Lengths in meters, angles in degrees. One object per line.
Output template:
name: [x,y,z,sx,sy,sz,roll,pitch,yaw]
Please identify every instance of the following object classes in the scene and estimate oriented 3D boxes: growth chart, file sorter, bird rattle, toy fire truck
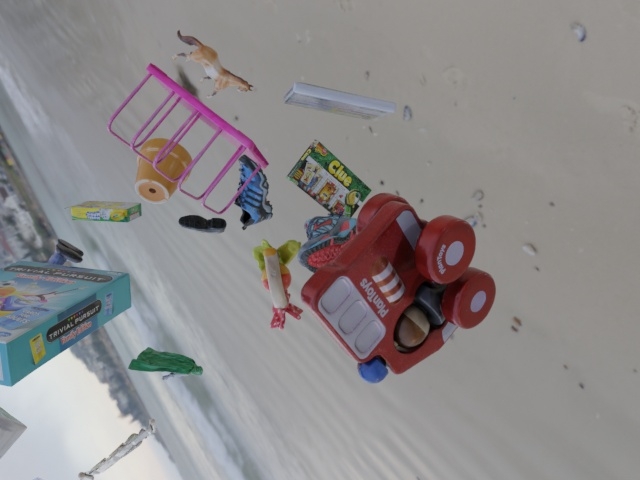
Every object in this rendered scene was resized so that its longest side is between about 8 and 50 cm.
growth chart: [-0.536,0.565,1.532,0.021,0.237,0.172,47,147,13]
file sorter: [-0.300,-0.215,1.303,0.291,0.182,0.202,38,178,6]
bird rattle: [-0.124,0.115,1.548,0.207,0.143,0.253,73,-166,-78]
toy fire truck: [0.119,0.089,0.897,0.169,0.254,0.302,28,159,48]

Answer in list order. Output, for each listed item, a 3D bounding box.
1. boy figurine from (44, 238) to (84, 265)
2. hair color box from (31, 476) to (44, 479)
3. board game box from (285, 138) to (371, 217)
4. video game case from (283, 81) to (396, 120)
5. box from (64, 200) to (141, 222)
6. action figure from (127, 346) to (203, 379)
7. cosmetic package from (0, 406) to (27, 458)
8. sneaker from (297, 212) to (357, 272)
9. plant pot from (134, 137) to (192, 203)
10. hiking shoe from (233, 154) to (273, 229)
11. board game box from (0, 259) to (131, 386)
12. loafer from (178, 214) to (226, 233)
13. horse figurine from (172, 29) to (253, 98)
boy figurine: [-0.779,0.134,1.575,0.092,0.285,0.177,37,179,-26]
hair color box: [-0.448,0.587,0.988,0.338,0.110,0.185,57,146,1]
board game box: [0.030,-0.162,1.639,0.260,0.136,0.030,36,178,-40]
video game case: [0.034,-0.296,1.224,0.193,0.213,0.023,-146,65,-78]
box: [-0.599,-0.081,1.571,0.105,0.180,0.043,-68,-18,-76]
action figure: [-0.504,0.420,1.911,0.233,0.137,0.063,7,116,11]
cosmetic package: [-0.827,0.386,1.229,0.197,0.155,0.365,31,155,11]
sneaker: [0.000,0.000,1.447,0.125,0.262,0.104,25,118,21]
plant pot: [-0.605,-0.247,2.145,0.205,0.205,0.187,90,-172,-49]
hiking shoe: [-0.271,-0.180,2.179,0.113,0.132,0.303,32,145,45]
board game box: [-0.542,0.128,1.018,0.336,0.254,0.079,-49,-37,-70]
loafer: [-0.428,-0.050,2.064,0.061,0.170,0.062,114,162,-55]
horse figurine: [-0.359,-0.555,1.826,0.175,0.066,0.263,-2,139,39]
